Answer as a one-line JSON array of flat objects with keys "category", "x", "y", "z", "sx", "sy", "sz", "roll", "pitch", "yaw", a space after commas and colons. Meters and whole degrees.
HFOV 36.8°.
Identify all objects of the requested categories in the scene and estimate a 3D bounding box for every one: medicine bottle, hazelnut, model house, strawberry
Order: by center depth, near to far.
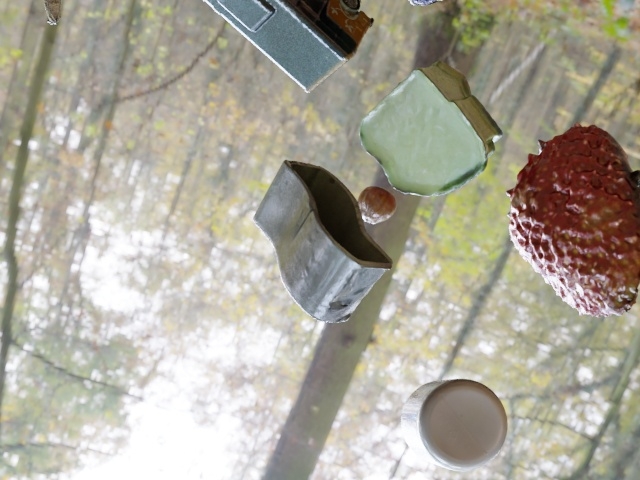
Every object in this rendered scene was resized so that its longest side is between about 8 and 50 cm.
[{"category": "medicine bottle", "x": 0.158, "y": 0.226, "z": 1.192, "sx": 0.107, "sy": 0.107, "sz": 0.191, "roll": 21, "pitch": 170, "yaw": 0}, {"category": "strawberry", "x": 0.354, "y": -0.034, "z": 1.352, "sx": 0.138, "sy": 0.233, "sz": 0.306, "roll": 15, "pitch": -156, "yaw": -14}, {"category": "model house", "x": 0.215, "y": -0.197, "z": 1.739, "sx": 0.214, "sy": 0.195, "sz": 0.189, "roll": 48, "pitch": -145, "yaw": 4}, {"category": "hazelnut", "x": 0.117, "y": -0.073, "z": 2.011, "sx": 0.086, "sy": 0.086, "sz": 0.086, "roll": 19, "pitch": -164, "yaw": -6}]

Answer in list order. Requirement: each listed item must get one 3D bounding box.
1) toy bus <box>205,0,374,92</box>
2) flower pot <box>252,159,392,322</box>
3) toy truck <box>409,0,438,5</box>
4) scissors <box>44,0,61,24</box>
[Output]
[{"category": "toy bus", "x": -0.059, "y": -0.408, "z": 1.680, "sx": 0.275, "sy": 0.138, "sz": 0.167, "roll": 41, "pitch": -134, "yaw": -17}, {"category": "flower pot", "x": 0.000, "y": 0.000, "z": 1.290, "sx": 0.103, "sy": 0.108, "sz": 0.229, "roll": 13, "pitch": -147, "yaw": -34}, {"category": "toy truck", "x": 0.239, "y": -0.529, "z": 1.723, "sx": 0.177, "sy": 0.161, "sz": 0.213, "roll": -5, "pitch": 162, "yaw": -12}, {"category": "scissors", "x": -0.403, "y": -0.367, "z": 1.452, "sx": 0.109, "sy": 0.022, "sz": 0.300, "roll": -17, "pitch": -149, "yaw": -9}]
